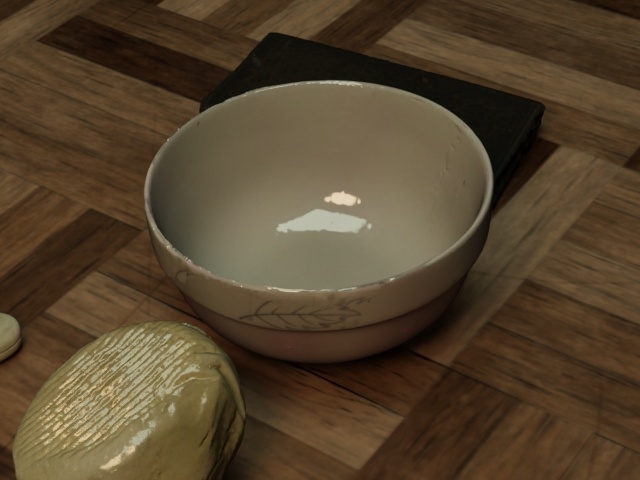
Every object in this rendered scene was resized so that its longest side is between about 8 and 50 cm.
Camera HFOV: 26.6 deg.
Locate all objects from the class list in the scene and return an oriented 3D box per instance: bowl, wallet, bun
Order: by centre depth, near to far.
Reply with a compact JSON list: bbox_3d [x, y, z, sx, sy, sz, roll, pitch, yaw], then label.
[{"bbox_3d":[-0.131,0.147,0.995,0.173,0.113,0.166,-25,34,10],"label":"bun"},{"bbox_3d":[0.000,0.000,1.144,0.287,0.144,0.287,-1,39,1],"label":"bowl"},{"bbox_3d":[0.051,-0.125,1.375,0.321,0.044,0.170,19,45,20],"label":"wallet"}]

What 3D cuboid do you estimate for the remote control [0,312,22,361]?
[{"bbox_3d":[-0.307,0.099,1.127,0.074,0.032,0.122,17,44,21],"label":"remote control"}]
